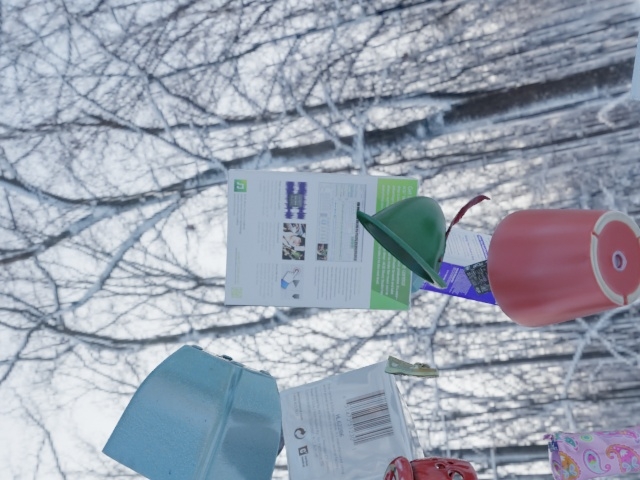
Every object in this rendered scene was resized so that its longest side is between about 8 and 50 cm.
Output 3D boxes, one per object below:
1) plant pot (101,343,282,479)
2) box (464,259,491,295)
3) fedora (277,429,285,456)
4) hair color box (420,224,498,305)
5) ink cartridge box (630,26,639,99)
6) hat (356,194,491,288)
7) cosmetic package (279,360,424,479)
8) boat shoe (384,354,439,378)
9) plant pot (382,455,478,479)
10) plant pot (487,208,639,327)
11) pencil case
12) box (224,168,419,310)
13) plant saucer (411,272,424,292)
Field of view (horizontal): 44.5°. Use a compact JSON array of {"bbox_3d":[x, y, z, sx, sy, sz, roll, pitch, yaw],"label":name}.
[{"bbox_3d":[-0.217,0.349,1.525,0.247,0.248,0.252,34,-105,-55],"label":"plant pot"},{"bbox_3d":[0.371,0.083,1.767,0.083,0.067,0.018,53,-152,-32],"label":"box"},{"bbox_3d":[-0.174,0.545,2.245,0.244,0.124,0.275,-18,-61,-56],"label":"fedora"},{"bbox_3d":[0.389,0.063,2.022,0.185,0.339,0.110,-93,18,-56],"label":"hair color box"},{"bbox_3d":[0.591,-0.344,1.135,0.121,0.211,0.289,-26,-56,-48],"label":"ink cartridge box"},{"bbox_3d":[0.173,-0.050,1.162,0.173,0.183,0.208,43,177,-10],"label":"hat"},{"bbox_3d":[0.108,0.604,2.163,0.393,0.327,0.329,65,-170,-45],"label":"cosmetic package"},{"bbox_3d":[0.230,0.318,1.964,0.056,0.153,0.048,22,-108,-44],"label":"boat shoe"},{"bbox_3d":[0.225,0.552,1.666,0.191,0.174,0.191,-168,90,-82],"label":"plant pot"},{"bbox_3d":[0.536,0.050,1.664,0.275,0.243,0.274,5,-100,-34],"label":"plant pot"},{"bbox_3d":[0.658,0.479,1.778,0.124,0.284,0.124,-7,-90,-86],"label":"pencil case"},{"bbox_3d":[0.000,0.000,1.334,0.058,0.322,0.232,-102,15,-79],"label":"box"},{"bbox_3d":[0.156,0.099,1.685,0.018,0.192,0.067,48,-124,-16],"label":"plant saucer"}]
